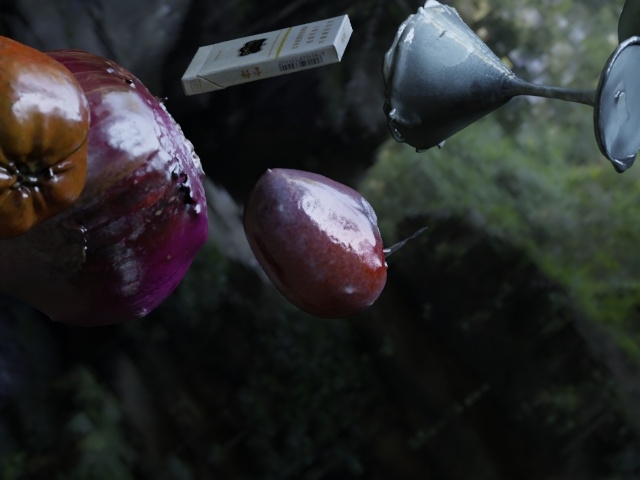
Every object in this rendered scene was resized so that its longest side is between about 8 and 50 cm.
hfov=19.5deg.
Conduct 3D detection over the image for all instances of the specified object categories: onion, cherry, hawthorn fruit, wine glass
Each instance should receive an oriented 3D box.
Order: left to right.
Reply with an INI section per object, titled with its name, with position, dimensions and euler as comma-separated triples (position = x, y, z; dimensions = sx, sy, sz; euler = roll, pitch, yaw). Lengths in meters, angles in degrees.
[hawthorn fruit]
position = -0.296, -0.096, 1.657
dimensions = 0.189, 0.189, 0.189
euler = 47, -17, 19
[onion]
position = -0.334, -0.035, 2.180
dimensions = 0.347, 0.385, 0.347
euler = 54, -18, 27
[cherry]
position = -0.003, 0.000, 1.363
dimensions = 0.126, 0.087, 0.106
euler = 37, 27, -7
[wine glass]
position = 0.191, -0.141, 1.738
dimensions = 0.232, 0.156, 0.156
euler = 12, -38, 36

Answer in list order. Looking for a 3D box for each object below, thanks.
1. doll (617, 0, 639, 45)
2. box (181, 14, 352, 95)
[doll]
position = 0.348, -0.155, 1.753
dimensions = 0.155, 0.113, 0.275
euler = 7, -64, 56
[box]
position = -0.055, -0.191, 1.910
dimensions = 0.090, 0.167, 0.024
euler = -70, 146, -61
